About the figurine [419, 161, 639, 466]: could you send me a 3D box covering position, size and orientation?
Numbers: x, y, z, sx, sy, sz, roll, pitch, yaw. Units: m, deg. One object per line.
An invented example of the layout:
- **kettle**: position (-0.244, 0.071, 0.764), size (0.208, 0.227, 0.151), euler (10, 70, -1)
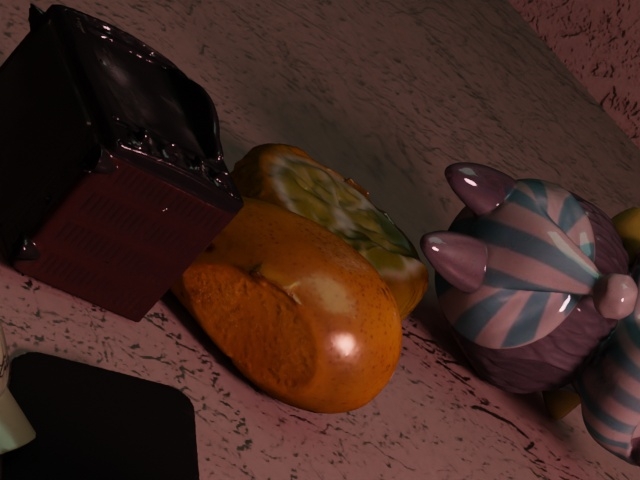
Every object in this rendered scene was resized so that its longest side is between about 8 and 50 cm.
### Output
- **figurine**: position (0.243, 0.087, 2.256), size (0.378, 0.266, 0.361), euler (16, 25, -40)

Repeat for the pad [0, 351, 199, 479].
- **pad**: position (-0.114, 0.218, 1.637), size (0.323, 0.055, 0.250), euler (33, 23, -22)

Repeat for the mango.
- **mango**: position (-0.044, 0.051, 1.966), size (0.290, 0.160, 0.191), euler (36, 26, 11)

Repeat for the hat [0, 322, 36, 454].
- **hat**: position (-0.288, 0.099, 1.544), size (0.166, 0.081, 0.122), euler (53, 30, 7)

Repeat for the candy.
- **candy**: position (0.000, 0.000, 2.176), size (0.260, 0.118, 0.260), euler (37, 17, -13)

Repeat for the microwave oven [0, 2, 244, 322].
- **microwave oven**: position (-0.211, -0.082, 1.869), size (0.178, 0.188, 0.247), euler (23, 28, -39)
